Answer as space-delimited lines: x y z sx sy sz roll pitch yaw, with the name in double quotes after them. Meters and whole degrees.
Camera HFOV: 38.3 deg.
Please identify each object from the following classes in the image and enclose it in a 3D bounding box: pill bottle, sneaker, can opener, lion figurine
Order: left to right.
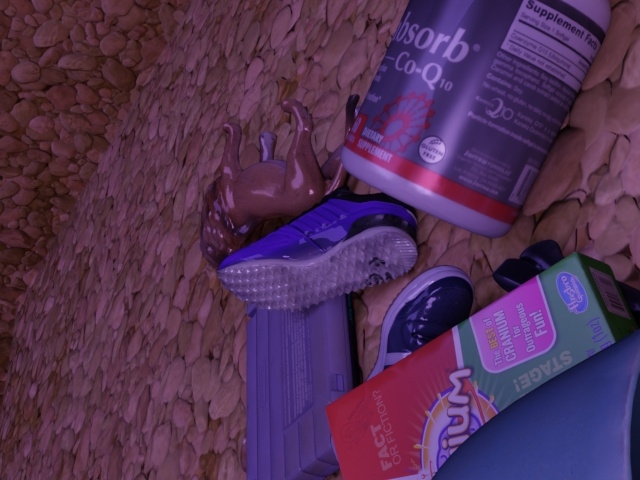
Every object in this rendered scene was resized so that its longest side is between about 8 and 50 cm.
-0.069 -0.084 1.483 0.392 0.142 0.240 -15 66 54 "lion figurine"
0.001 0.000 1.262 0.293 0.102 0.146 -13 44 23 "sneaker"
0.109 0.176 1.005 0.282 0.099 0.153 -65 25 20 "sneaker"
0.184 -0.204 1.003 0.363 0.210 0.210 -66 27 8 "pill bottle"
0.249 0.050 0.883 0.073 0.059 0.186 -46 34 -12 "can opener"

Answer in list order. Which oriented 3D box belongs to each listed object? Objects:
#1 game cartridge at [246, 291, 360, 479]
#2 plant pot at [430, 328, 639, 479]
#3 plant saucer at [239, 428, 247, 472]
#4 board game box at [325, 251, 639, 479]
-0.030 0.183 1.312 0.230 0.068 0.355 -41 38 37 "game cartridge"
0.184 0.216 0.557 0.235 0.293 0.293 -34 43 43 "plant pot"
-0.096 0.311 1.392 0.083 0.015 0.084 -41 38 43 "plant saucer"
0.159 0.194 0.822 0.316 0.064 0.242 -38 53 31 "board game box"
